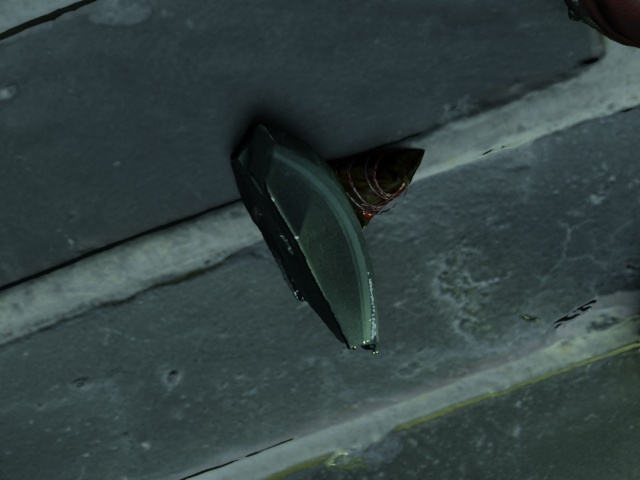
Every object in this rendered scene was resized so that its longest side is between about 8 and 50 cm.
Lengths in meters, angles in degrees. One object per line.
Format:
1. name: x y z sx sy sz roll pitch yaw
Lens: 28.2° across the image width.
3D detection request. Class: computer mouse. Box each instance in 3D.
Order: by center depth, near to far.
1. computer mouse: 0.001 -0.002 1.059 0.071 0.126 0.231 -32 116 -11

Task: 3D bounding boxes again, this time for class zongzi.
1. zongzi: 0.051 -0.051 1.060 0.083 0.073 0.067 -30 99 9

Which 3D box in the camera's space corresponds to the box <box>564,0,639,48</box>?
1. box: 0.291 -0.333 0.910 0.263 0.108 0.404 -11 119 -4
